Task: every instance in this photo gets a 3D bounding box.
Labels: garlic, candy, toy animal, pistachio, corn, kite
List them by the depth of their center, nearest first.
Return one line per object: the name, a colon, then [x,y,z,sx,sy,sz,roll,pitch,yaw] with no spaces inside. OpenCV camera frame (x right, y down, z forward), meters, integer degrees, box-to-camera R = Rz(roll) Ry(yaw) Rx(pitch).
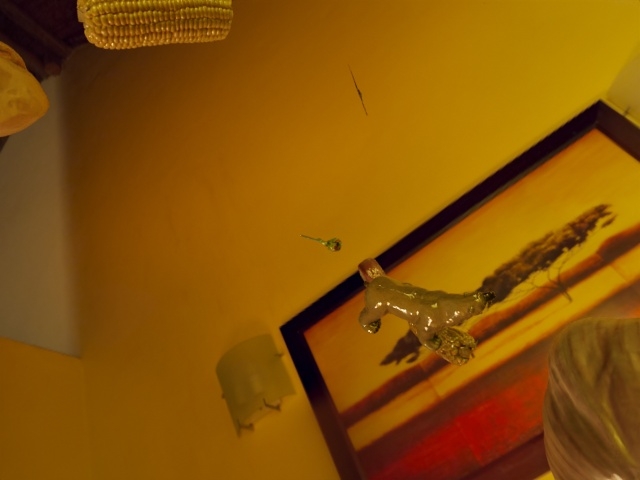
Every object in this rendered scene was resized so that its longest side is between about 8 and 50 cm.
garlic: [0.397,0.233,0.530,0.317,0.259,0.317,7,-65,15]
toy animal: [0.153,0.098,0.726,0.103,0.218,0.101,-60,-38,-24]
corn: [-0.263,-0.370,0.787,0.244,0.093,0.093,-17,-40,-27]
pistachio: [-0.647,-0.272,0.879,0.214,0.193,0.318,-41,-3,17]
candy: [0.114,0.085,0.973,0.043,0.103,0.103,-30,-39,0]
candy: [0.000,0.000,1.251,0.035,0.123,0.035,-34,-46,-51]
corn: [0.339,0.270,1.396,0.101,0.291,0.101,-5,-75,-19]
kite: [0.111,-0.441,1.398,0.010,0.160,0.183,-20,4,10]
